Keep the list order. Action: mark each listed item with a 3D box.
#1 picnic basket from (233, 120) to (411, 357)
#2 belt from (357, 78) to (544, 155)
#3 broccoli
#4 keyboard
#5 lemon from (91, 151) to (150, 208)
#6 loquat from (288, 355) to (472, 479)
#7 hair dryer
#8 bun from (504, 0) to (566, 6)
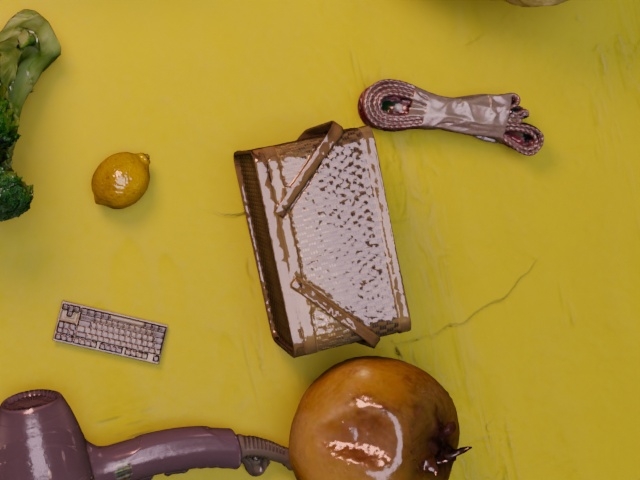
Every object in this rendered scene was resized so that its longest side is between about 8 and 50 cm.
[{"bbox_3d":[0.000,0.000,1.523,0.139,0.165,0.267,-13,96,-11],"label":"picnic basket"},{"bbox_3d":[0.160,-0.154,1.604,0.232,0.053,0.071,9,90,-11],"label":"belt"},{"bbox_3d":[-0.398,-0.159,1.433,0.269,0.269,0.254,-6,137,-11],"label":"broccoli"},{"bbox_3d":[-0.248,0.109,1.557,0.129,0.015,0.049,15,90,-11],"label":"keyboard"},{"bbox_3d":[-0.230,-0.071,1.528,0.083,0.062,0.062,-44,100,-4],"label":"lemon"},{"bbox_3d":[0.064,0.236,1.520,0.213,0.213,0.213,-1,93,-11],"label":"loquat"},{"bbox_3d":[-0.196,0.303,1.542,0.361,0.121,0.301,-10,103,-16],"label":"hair dryer"},{"bbox_3d":[0.198,-0.429,1.508,0.352,0.227,0.349,-35,98,-10],"label":"bun"}]
